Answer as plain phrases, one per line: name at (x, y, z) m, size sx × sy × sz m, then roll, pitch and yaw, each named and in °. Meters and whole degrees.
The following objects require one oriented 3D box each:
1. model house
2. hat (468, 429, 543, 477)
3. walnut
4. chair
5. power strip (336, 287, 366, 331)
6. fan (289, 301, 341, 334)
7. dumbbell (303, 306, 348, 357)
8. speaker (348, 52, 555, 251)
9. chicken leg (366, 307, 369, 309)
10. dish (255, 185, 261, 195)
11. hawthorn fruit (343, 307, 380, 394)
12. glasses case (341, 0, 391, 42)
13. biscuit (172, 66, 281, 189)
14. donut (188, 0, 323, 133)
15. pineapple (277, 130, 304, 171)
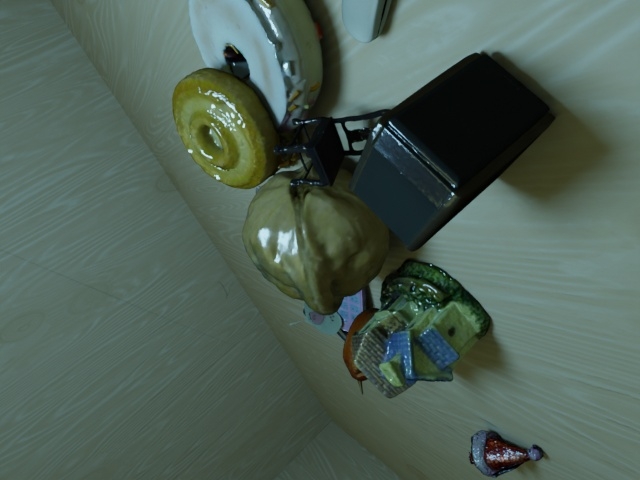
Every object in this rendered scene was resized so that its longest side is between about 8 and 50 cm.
model house at (0.214, 0.238, 1.055) m, size 0.261 × 0.266 × 0.321 m, roll 47°, pitch 157°, yaw 2°
hat at (0.556, 0.628, 1.212) m, size 0.140 × 0.129 × 0.227 m, roll 17°, pitch 150°, yaw -26°
walnut at (-0.010, -0.008, 1.029) m, size 0.383 × 0.383 × 0.384 m, roll 42°, pitch 155°, yaw 24°
chair at (0.040, -0.184, 0.827) m, size 0.229 × 0.113 × 0.106 m, roll 3°, pitch 143°, yaw 27°
power strip at (0.106, 0.220, 1.432) m, size 0.109 × 0.037 × 0.279 m, roll 15°, pitch 130°, yaw 27°
fan at (-0.037, 0.298, 1.576) m, size 0.310 × 0.010 × 0.182 m, roll -30°, pitch 90°, yaw 47°
dumbbell at (0.081, 0.338, 1.609) m, size 0.316 × 0.156 × 0.143 m, roll 47°, pitch -174°, yaw 14°
speaker at (0.183, -0.127, 0.608) m, size 0.153 × 0.231 × 0.192 m, roll 47°, pitch 157°, yaw 11°
chicken leg at (0.109, 0.235, 1.512) m, size 0.178 × 0.070 × 0.093 m, roll 20°, pitch 126°, yaw 33°
dish at (-0.137, -0.096, 1.485) m, size 0.234 × 0.064 × 0.154 m, roll 47°, pitch 157°, yaw 16°
hawthorn fruit at (0.168, 0.349, 1.293) m, size 0.210 × 0.262 × 0.210 m, roll 29°, pitch 167°, yaw 8°
glasses case at (0.077, -0.405, 0.633) m, size 0.081 × 0.051 × 0.204 m, roll 47°, pitch 157°, yaw 16°
biscuit at (-0.228, -0.247, 0.962) m, size 0.296 × 0.102 × 0.296 m, roll 25°, pitch 143°, yaw 20°
donut at (-0.135, -0.418, 0.902) m, size 0.382 × 0.142 × 0.383 m, roll 42°, pitch 155°, yaw 24°
pineapple at (-0.233, -0.261, 1.237) m, size 0.344 × 0.209 × 0.286 m, roll 42°, pitch 155°, yaw 20°
